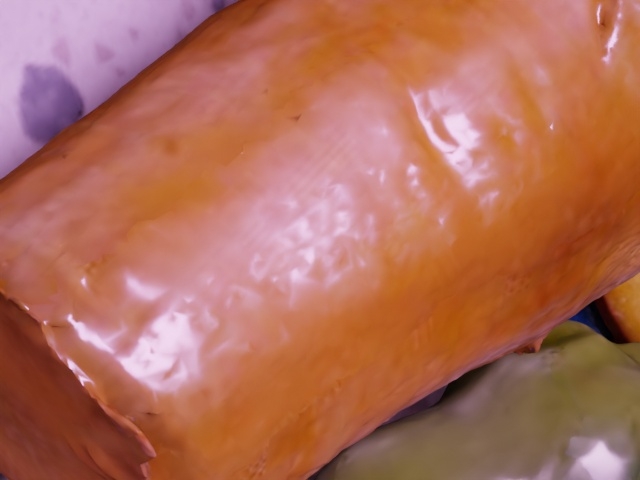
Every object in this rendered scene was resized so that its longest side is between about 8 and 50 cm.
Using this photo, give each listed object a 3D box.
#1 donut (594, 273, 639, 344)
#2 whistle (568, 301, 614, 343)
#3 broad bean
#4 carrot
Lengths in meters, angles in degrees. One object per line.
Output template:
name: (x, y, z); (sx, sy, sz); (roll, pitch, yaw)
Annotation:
donut: (0.235, -0.046, 0.840); (0.303, 0.110, 0.302); (21, 62, -48)
whistle: (0.126, 0.094, 0.800); (0.090, 0.090, 0.158); (24, 35, -44)
broad bean: (0.075, 0.173, 0.678); (0.238, 0.119, 0.291); (19, 88, -25)
carrot: (0.000, 0.000, 0.578); (0.254, 0.196, 0.196); (-41, 120, -34)
